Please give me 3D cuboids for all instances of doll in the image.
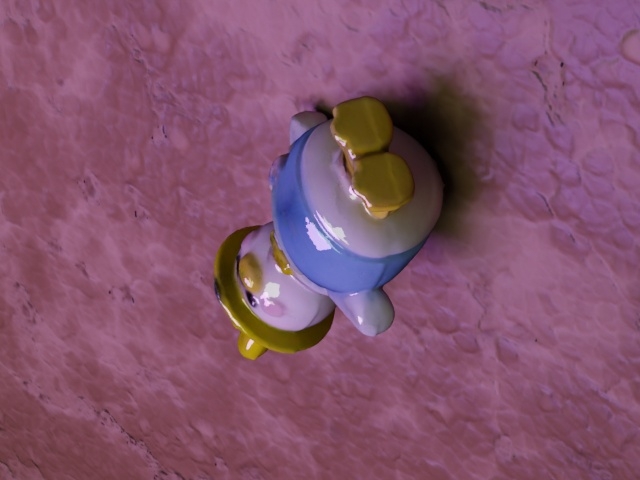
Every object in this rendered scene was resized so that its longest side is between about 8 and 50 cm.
[{"bbox_3d":[-0.001,0.001,1.089,0.135,0.099,0.241,45,140,1],"label":"doll"}]
